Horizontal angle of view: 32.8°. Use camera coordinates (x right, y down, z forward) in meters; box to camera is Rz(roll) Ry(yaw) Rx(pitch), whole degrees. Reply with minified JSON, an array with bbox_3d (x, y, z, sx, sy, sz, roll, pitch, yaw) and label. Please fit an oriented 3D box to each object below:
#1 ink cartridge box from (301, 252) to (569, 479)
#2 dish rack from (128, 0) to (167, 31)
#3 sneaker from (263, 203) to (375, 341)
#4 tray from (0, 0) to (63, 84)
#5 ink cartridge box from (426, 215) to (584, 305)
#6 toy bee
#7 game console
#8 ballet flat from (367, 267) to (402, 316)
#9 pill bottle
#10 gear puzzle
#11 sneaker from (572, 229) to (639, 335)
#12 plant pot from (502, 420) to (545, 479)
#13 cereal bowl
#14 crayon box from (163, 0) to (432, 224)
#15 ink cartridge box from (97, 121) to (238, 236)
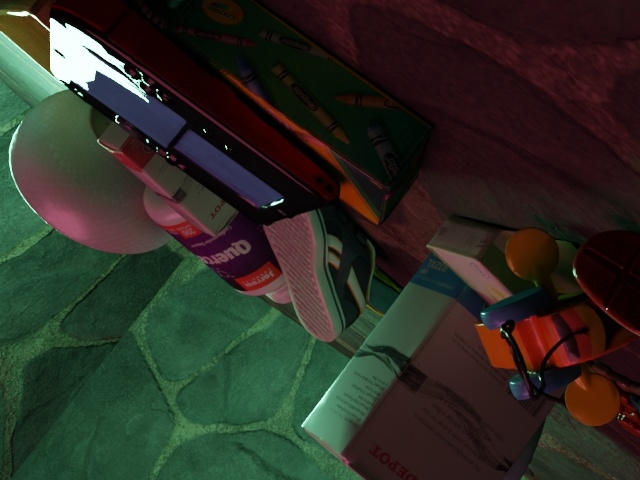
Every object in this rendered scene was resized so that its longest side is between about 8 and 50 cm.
[{"bbox_3d":[0.162,0.194,1.397,0.223,0.307,0.129,42,170,-27],"label":"ink cartridge box"},{"bbox_3d":[-0.182,-0.230,1.366,0.271,0.074,0.208,34,171,14],"label":"dish rack"},{"bbox_3d":[0.000,0.000,1.710,0.126,0.127,0.321,22,139,40],"label":"sneaker"},{"bbox_3d":[-0.426,-0.334,1.778,0.203,0.076,0.411,43,169,-29],"label":"tray"},{"bbox_3d":[0.241,0.054,1.206,0.171,0.056,0.235,42,172,-23],"label":"ink cartridge box"},{"bbox_3d":[0.248,0.093,1.043,0.298,0.162,0.195,-108,-4,-70],"label":"toy bee"},{"bbox_3d":[-0.159,-0.133,1.236,0.342,0.060,0.386,40,170,-9],"label":"game console"},{"bbox_3d":[0.052,0.053,1.903,0.231,0.077,0.077,39,-173,-21],"label":"ballet flat"},{"bbox_3d":[-0.139,-0.027,1.868,0.323,0.181,0.181,44,169,-36],"label":"pill bottle"},{"bbox_3d":[0.381,0.215,1.502,0.175,0.044,0.339,44,169,-35],"label":"gear puzzle"},{"bbox_3d":[0.318,0.079,0.922,0.221,0.087,0.128,34,169,30],"label":"sneaker"},{"bbox_3d":[0.237,0.292,1.843,0.255,0.272,0.271,22,170,4],"label":"plant pot"},{"bbox_3d":[-0.364,-0.148,1.920,0.339,0.339,0.141,38,129,-3],"label":"cereal bowl"},{"bbox_3d":[-0.022,-0.142,1.132,0.278,0.081,0.165,36,171,7],"label":"crayon box"},{"bbox_3d":[-0.193,-0.133,1.606,0.218,0.158,0.092,44,167,-36],"label":"ink cartridge box"}]
